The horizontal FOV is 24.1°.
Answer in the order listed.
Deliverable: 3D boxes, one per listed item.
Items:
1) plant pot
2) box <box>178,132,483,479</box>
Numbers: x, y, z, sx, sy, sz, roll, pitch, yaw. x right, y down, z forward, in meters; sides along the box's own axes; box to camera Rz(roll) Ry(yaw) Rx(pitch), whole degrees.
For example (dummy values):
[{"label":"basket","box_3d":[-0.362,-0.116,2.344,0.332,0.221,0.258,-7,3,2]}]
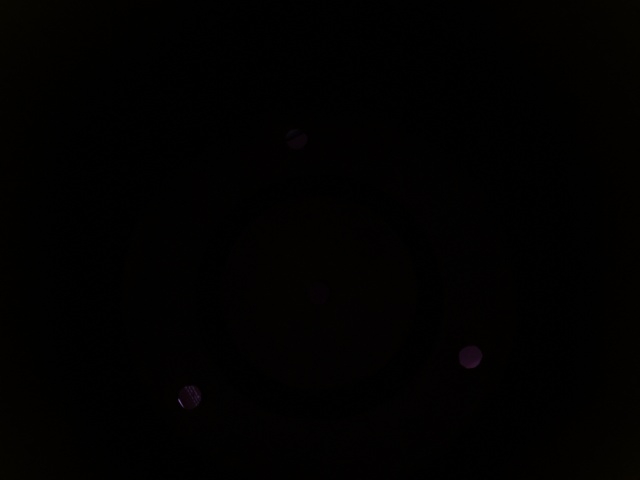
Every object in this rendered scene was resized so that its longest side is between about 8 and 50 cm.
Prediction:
[{"label":"plant pot","box_3d":[0.000,0.000,0.660,0.366,0.366,0.353,-31,172,-4]},{"label":"box","box_3d":[0.080,0.005,0.950,0.381,0.191,0.143,-30,159,-12]}]
